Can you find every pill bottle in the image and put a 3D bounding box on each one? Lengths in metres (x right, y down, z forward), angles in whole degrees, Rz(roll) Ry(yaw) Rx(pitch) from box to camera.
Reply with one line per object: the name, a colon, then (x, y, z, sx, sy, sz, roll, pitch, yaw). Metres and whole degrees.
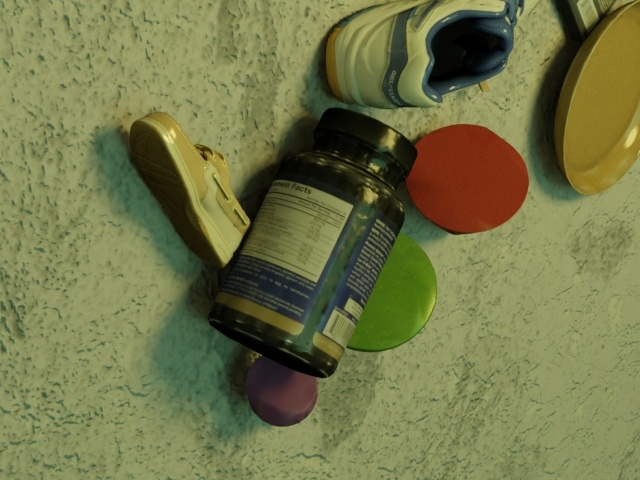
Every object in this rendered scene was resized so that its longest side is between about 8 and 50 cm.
pill bottle: (0.000, 0.000, 1.064, 0.123, 0.123, 0.219, 37, 74, -47)

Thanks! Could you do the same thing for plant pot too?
plant pot: (0.335, -0.167, 1.392, 0.236, 0.032, 0.236, -30, 132, -39)

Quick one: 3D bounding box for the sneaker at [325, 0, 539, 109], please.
sneaker: (0.146, -0.197, 1.130, 0.296, 0.131, 0.112, -39, 129, -30)

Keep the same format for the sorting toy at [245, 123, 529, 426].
sorting toy: (0.063, 0.048, 1.196, 0.365, 0.127, 0.126, -48, 164, -17)

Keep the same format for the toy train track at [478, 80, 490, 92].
toy train track: (0.142, -0.166, 1.221, 0.083, 0.014, 0.048, -14, 76, -32)

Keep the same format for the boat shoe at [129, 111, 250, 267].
boat shoe: (-0.103, -0.051, 0.993, 0.059, 0.063, 0.170, -49, 144, -23)

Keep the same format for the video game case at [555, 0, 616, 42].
video game case: (0.326, -0.381, 1.315, 0.274, 0.026, 0.196, -52, 136, -17)
